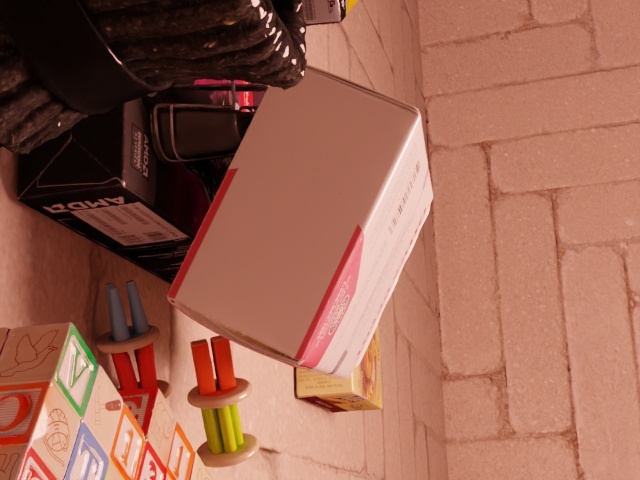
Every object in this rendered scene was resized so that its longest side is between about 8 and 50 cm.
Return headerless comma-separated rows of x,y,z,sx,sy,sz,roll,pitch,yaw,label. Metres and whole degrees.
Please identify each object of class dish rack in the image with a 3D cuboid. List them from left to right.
-0.068,-0.201,0.825,0.208,0.074,0.272,-29,118,-76,dish rack

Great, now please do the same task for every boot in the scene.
-0.155,-0.085,0.467,0.348,0.260,0.131,-68,149,-63,boot

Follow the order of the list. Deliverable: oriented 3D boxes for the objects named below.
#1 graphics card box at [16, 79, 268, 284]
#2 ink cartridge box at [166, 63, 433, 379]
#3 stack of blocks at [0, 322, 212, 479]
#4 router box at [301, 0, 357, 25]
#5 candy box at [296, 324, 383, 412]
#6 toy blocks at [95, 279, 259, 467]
-0.133,-0.094,0.915,0.371,0.094,0.233,44,42,-67,graphics card box
0.000,0.000,0.866,0.207,0.117,0.283,-65,169,-5,ink cartridge box
-0.158,0.183,0.698,0.297,0.087,0.171,70,19,-44,stack of blocks
0.000,-0.282,0.852,0.133,0.046,0.179,-65,151,-60,router box
0.025,0.079,1.486,0.183,0.087,0.317,47,38,-68,candy box
-0.117,0.103,0.824,0.054,0.123,0.148,-43,126,-66,toy blocks
